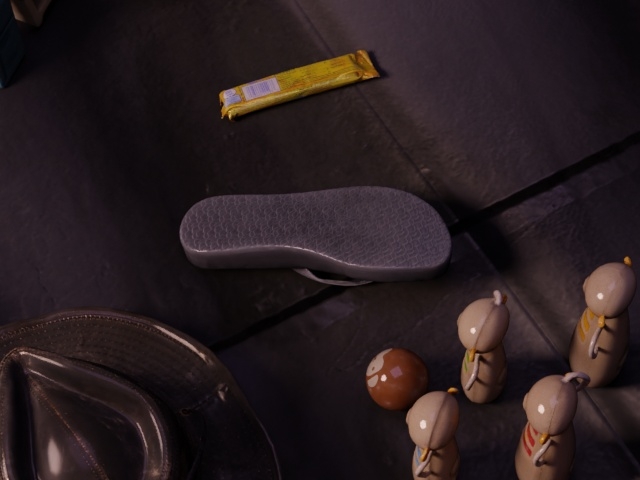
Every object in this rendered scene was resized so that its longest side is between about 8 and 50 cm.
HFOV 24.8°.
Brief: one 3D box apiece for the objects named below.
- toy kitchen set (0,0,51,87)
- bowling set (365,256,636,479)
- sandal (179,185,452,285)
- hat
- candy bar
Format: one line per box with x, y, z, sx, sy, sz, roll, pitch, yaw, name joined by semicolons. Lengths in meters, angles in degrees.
-0.245;-0.250;1.449;0.166;0.122;0.207;19;66;9;toy kitchen set
0.119;0.131;1.156;0.200;0.154;0.287;18;60;15;bowling set
0.000;-0.001;1.319;0.254;0.054;0.097;5;50;20;sandal
-0.195;0.168;1.141;0.331;0.134;0.331;-3;58;4;hat
-0.024;-0.153;1.431;0.161;0.018;0.040;-17;54;-5;candy bar
